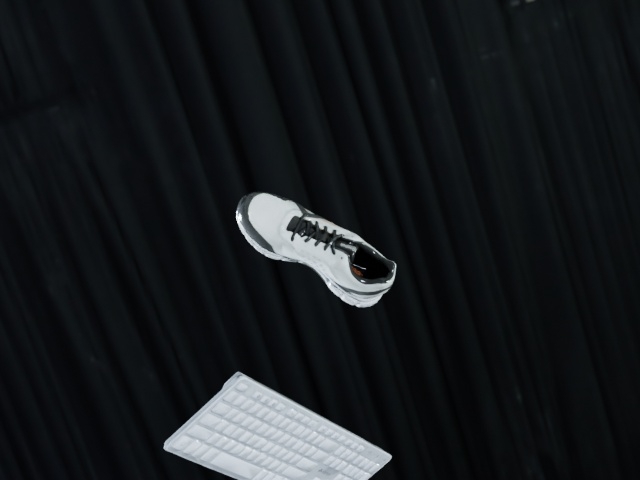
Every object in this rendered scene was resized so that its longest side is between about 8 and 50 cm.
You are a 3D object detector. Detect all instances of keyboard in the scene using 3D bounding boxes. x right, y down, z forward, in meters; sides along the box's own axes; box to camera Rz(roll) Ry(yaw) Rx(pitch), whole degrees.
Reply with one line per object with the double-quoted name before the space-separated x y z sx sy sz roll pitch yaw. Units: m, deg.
"keyboard" -0.023 0.155 0.909 0.072 0.256 0.014 -47 -124 2

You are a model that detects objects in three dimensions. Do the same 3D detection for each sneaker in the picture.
"sneaker" 0.000 0.000 0.756 0.040 0.109 0.044 -66 -167 -23
